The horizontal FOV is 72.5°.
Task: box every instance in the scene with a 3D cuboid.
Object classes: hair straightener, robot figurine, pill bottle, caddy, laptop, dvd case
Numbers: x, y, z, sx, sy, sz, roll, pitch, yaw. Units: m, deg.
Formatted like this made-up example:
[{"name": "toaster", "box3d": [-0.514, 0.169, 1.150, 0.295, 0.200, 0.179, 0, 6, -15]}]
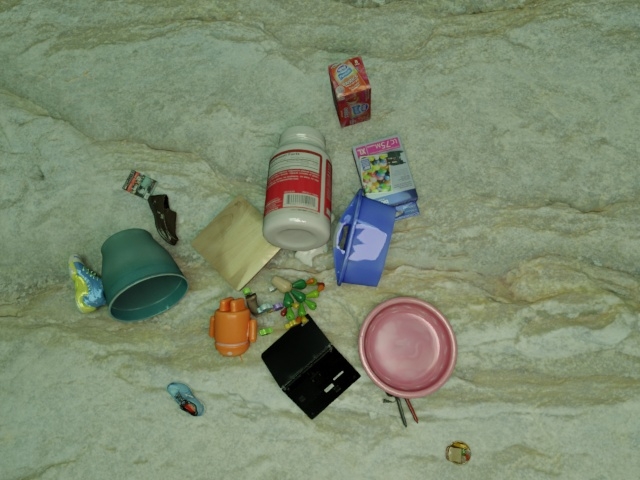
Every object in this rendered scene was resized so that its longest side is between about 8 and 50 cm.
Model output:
[{"name": "hair straightener", "box3d": [0.249, 0.529, 1.501, 0.089, 0.047, 0.230, -23, 79, 0]}, {"name": "robot figurine", "box3d": [-0.307, 0.311, 1.533, 0.158, 0.128, 0.219, 0, 94, -18]}, {"name": "pill bottle", "box3d": [-0.073, -0.187, 1.524, 0.229, 0.229, 0.407, 0, 64, 5]}, {"name": "caddy", "box3d": [0.132, -0.002, 1.487, 0.179, 0.241, 0.340, 13, 97, 2]}, {"name": "laptop", "box3d": [-0.037, 0.447, 1.556, 0.234, 0.136, 0.264, -41, 106, -2]}, {"name": "dvd case", "box3d": [-0.710, -0.218, 1.719, 0.120, 0.013, 0.087, 24, 84, 9]}]

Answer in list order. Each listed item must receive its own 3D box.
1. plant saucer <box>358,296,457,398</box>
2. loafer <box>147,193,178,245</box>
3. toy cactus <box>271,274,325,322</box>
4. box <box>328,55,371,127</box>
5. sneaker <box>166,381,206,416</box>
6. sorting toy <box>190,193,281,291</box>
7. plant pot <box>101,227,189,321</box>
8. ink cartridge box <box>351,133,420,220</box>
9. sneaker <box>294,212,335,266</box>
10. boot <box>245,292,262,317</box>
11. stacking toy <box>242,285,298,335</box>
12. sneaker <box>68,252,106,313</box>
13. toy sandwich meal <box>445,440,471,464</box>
[{"name": "plant saucer", "box3d": [0.291, 0.361, 1.488, 0.333, 0.084, 0.331, 0, 72, -1]}, {"name": "loafer", "box3d": [-0.582, -0.086, 1.652, 0.079, 0.080, 0.219, -26, 80, 1]}, {"name": "toy cactus", "box3d": [-0.091, 0.187, 1.530, 0.181, 0.112, 0.219, 34, 52, 3]}, {"name": "box", "box3d": [0.109, -0.528, 1.577, 0.123, 0.257, 0.128, -16, 80, 3]}, {"name": "sneaker", "box3d": [-0.478, 0.560, 1.543, 0.162, 0.073, 0.063, 35, 86, 9]}, {"name": "sorting toy", "box3d": [-0.291, 0.012, 1.608, 0.255, 0.089, 0.257, 44, 86, 10]}, {"name": "plant pot", "box3d": [-0.647, 0.106, 1.547, 0.272, 0.271, 0.255, -34, 66, -1]}, {"name": "ink cartridge box", "box3d": [0.243, -0.224, 1.619, 0.186, 0.065, 0.310, -15, 82, 3]}, {"name": "sneaker", "box3d": [0.000, 0.000, 1.603, 0.094, 0.080, 0.212, 38, 91, -3]}, {"name": "boot", "box3d": [-0.234, 0.233, 1.556, 0.042, 0.118, 0.086, -26, 93, -20]}, {"name": "stacking toy", "box3d": [-0.167, 0.230, 1.500, 0.052, 0.221, 0.166, -33, 74, 21]}, {"name": "sneaker", "box3d": [-0.864, 0.152, 1.647, 0.126, 0.091, 0.239, -14, 79, -16]}, {"name": "toy sandwich meal", "box3d": [0.463, 0.713, 1.462, 0.086, 0.029, 0.085, -1, 81, 5]}]
